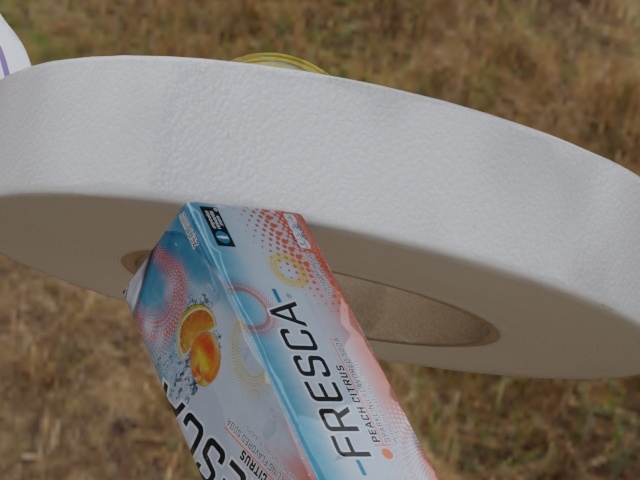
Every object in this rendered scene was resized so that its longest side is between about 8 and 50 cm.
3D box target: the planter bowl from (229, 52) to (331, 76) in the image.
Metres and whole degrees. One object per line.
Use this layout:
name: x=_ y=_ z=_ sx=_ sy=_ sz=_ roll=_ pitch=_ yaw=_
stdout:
planter bowl: x=-0.060 y=-0.058 z=1.504 sx=0.217 sy=0.217 sz=0.090 roll=22 pitch=25 yaw=20

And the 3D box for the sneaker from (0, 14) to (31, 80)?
sneaker: x=-0.315 y=-0.129 z=1.236 sx=0.161 sy=0.102 sz=0.282 roll=-11 pitch=49 yaw=-27

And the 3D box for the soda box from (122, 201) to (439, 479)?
soda box: x=-0.010 y=0.072 z=0.621 sx=0.063 sy=0.058 sz=0.183 roll=6 pitch=44 yaw=-40

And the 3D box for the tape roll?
tape roll: x=0.000 y=0.000 z=0.883 sx=0.392 sy=0.072 sz=0.392 roll=10 pitch=-12 yaw=2
